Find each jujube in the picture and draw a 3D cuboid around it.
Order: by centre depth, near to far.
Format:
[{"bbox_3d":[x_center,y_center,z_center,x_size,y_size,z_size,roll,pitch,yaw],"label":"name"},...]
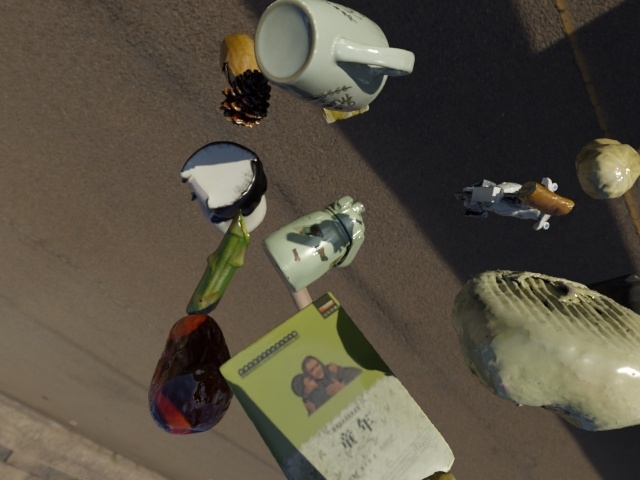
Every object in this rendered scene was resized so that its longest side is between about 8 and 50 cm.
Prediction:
[{"bbox_3d":[-0.286,0.294,0.910,0.189,0.256,0.190,-9,148,-6],"label":"jujube"}]

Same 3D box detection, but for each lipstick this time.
[{"bbox_3d":[-0.101,0.166,1.578,0.070,0.070,0.255,-10,116,26],"label":"lipstick"}]

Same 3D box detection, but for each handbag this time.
[{"bbox_3d":[0.696,0.209,1.017,0.080,0.223,0.247,25,158,-5],"label":"handbag"}]

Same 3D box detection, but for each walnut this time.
[{"bbox_3d":[-0.225,-0.515,1.169,0.137,0.246,0.137,-12,147,-8],"label":"walnut"}]

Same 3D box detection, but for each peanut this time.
[{"bbox_3d":[0.810,-0.211,1.152,0.152,0.313,0.152,11,114,25],"label":"peanut"}]

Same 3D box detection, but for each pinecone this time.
[{"bbox_3d":[-0.142,-0.282,0.800,0.102,0.102,0.109,38,119,-18],"label":"pinecone"}]

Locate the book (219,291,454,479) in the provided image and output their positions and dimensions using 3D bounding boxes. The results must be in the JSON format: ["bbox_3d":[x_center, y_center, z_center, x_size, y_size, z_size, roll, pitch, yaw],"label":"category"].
[{"bbox_3d":[0.029,0.284,0.659,0.352,0.239,0.035,52,155,14],"label":"book"}]

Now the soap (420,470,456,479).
[{"bbox_3d":[0.129,0.303,0.352,0.036,0.092,0.252,-22,124,-10],"label":"soap"}]

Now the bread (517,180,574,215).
[{"bbox_3d":[0.372,-0.067,0.671,0.083,0.036,0.047,22,179,-13],"label":"bread"}]

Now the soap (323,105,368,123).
[{"bbox_3d":[0.042,-0.457,1.127,0.134,0.076,0.233,-16,130,14],"label":"soap"}]

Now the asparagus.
[{"bbox_3d":[-0.248,0.065,1.028,0.084,0.082,0.343,22,114,-25],"label":"asparagus"}]

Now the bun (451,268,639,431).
[{"bbox_3d":[0.312,0.144,0.559,0.272,0.273,0.169,9,108,10],"label":"bun"}]

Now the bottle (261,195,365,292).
[{"bbox_3d":[0.000,0.000,1.346,0.229,0.351,0.229,51,165,19],"label":"bottle"}]

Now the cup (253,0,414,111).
[{"bbox_3d":[0.032,-0.335,0.734,0.257,0.234,0.187,15,108,27],"label":"cup"}]

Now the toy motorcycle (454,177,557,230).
[{"bbox_3d":[0.380,-0.080,0.823,0.150,0.221,0.102,9,95,-19],"label":"toy motorcycle"}]

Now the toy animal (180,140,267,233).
[{"bbox_3d":[-0.271,-0.144,1.252,0.250,0.251,0.310,17,167,2],"label":"toy animal"}]
